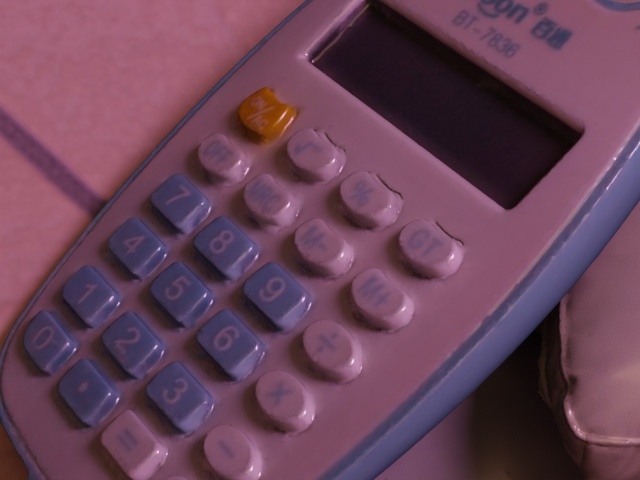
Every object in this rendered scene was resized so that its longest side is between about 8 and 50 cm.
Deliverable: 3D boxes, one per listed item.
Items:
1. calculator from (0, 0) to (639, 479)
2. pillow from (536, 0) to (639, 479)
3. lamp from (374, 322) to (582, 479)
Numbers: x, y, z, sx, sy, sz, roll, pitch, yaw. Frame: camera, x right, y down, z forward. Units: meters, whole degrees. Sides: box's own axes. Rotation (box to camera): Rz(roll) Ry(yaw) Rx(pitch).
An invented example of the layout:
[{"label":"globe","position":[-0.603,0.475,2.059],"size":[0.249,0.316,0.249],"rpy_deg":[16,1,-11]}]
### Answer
[{"label":"calculator","position":[0.000,0.000,0.835],"size":[0.386,0.054,0.256],"rpy_deg":[-44,43,-5]},{"label":"pillow","position":[0.225,-0.020,0.860],"size":[0.255,0.119,0.322],"rpy_deg":[1,52,-1]},{"label":"lamp","position":[0.086,0.158,0.844],"size":[0.269,0.047,0.266],"rpy_deg":[33,72,12]}]
